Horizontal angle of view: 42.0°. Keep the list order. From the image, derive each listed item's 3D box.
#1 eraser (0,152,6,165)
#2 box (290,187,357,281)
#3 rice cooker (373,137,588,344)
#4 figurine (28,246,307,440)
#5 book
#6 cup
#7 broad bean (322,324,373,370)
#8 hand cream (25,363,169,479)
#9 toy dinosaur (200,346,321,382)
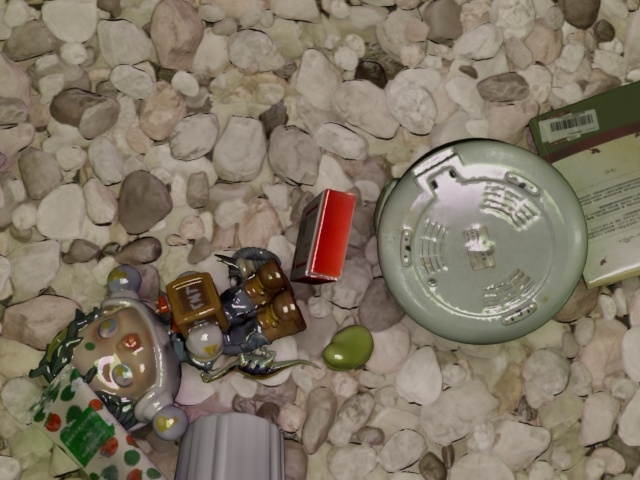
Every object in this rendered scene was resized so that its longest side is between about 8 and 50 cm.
[{"bbox_3d":[-0.632,-0.166,1.268,0.279,0.081,0.124,36,83,4],"label":"eraser"},{"bbox_3d":[0.001,0.000,1.182,0.050,0.229,0.122,11,85,-7],"label":"box"},{"bbox_3d":[0.215,-0.008,1.165,0.289,0.277,0.288,1,99,7],"label":"rice cooker"},{"bbox_3d":[-0.216,0.148,1.175,0.382,0.186,0.261,-24,52,0],"label":"figurine"},{"bbox_3d":[0.447,-0.090,1.242,0.202,0.026,0.289,-18,69,14],"label":"book"},{"bbox_3d":[-0.145,0.365,1.147,0.221,0.167,0.201,-27,43,27],"label":"cup"},{"bbox_3d":[0.043,0.164,1.258,0.083,0.045,0.063,-33,73,-13],"label":"broad bean"},{"bbox_3d":[-0.259,0.277,1.044,0.276,0.059,0.095,40,89,19],"label":"hand cream"},{"bbox_3d":[-0.091,0.181,1.258,0.181,0.037,0.058,-4,98,4],"label":"toy dinosaur"}]
